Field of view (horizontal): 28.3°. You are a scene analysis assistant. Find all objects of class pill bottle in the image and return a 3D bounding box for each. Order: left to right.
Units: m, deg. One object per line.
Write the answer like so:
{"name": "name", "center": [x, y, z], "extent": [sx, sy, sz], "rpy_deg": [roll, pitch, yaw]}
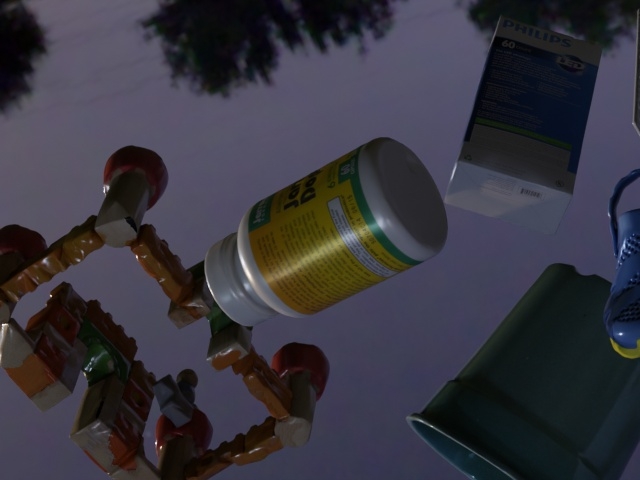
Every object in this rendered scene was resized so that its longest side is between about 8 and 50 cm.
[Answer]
{"name": "pill bottle", "center": [0.000, 0.000, 1.153], "extent": [0.208, 0.118, 0.117], "rpy_deg": [-27, -164, 30]}

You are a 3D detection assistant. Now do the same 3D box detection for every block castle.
{"name": "block castle", "center": [-0.225, 0.122, 1.735], "extent": [0.303, 0.453, 0.213], "rpy_deg": [-31, -156, 19]}

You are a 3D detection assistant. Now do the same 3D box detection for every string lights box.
{"name": "string lights box", "center": [0.241, -0.140, 1.486], "extent": [0.133, 0.077, 0.260], "rpy_deg": [17, -129, 4]}

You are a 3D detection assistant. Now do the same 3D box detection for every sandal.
{"name": "sandal", "center": [0.384, 0.020, 1.492], "extent": [0.126, 0.138, 0.317], "rpy_deg": [-17, -157, 22]}

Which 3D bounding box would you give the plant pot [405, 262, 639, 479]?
{"name": "plant pot", "center": [0.362, 0.237, 1.948], "extent": [0.334, 0.341, 0.341], "rpy_deg": [-54, -153, -10]}

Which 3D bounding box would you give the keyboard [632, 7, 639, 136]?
{"name": "keyboard", "center": [0.500, -0.249, 1.960], "extent": [0.014, 0.072, 0.256], "rpy_deg": [-9, -133, 26]}
